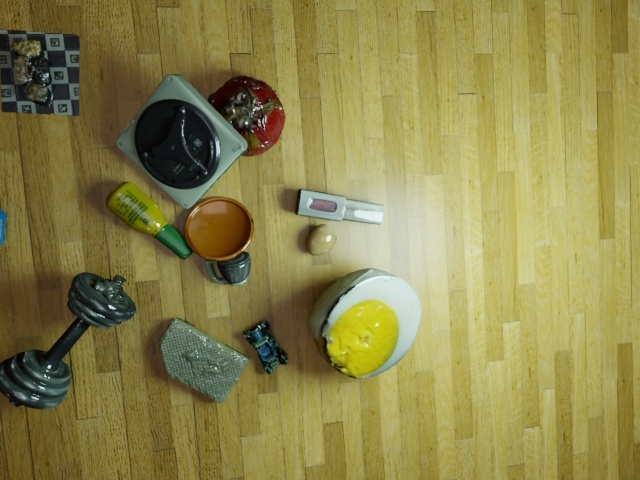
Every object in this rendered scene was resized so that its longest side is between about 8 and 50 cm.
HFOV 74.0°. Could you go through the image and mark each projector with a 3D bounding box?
[{"bbox_3d":[-0.367,-0.251,1.114,0.259,0.079,0.257,44,111,-10],"label":"projector"}]

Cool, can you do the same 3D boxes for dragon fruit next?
[{"bbox_3d":[-0.202,-0.343,1.147,0.224,0.148,0.218,1,94,-10],"label":"dragon fruit"}]

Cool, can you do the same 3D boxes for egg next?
[{"bbox_3d":[0.000,0.000,1.240,0.096,0.080,0.080,-41,99,-2],"label":"egg"},{"bbox_3d":[0.106,0.209,1.211,0.338,0.201,0.336,-12,117,-26],"label":"egg"}]

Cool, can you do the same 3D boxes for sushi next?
[{"bbox_3d":[-0.731,-0.438,1.094,0.193,0.050,0.214,0,94,-10],"label":"sushi"}]

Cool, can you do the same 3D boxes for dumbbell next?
[{"bbox_3d":[-0.644,0.253,1.089,0.179,0.179,0.406,40,85,-10],"label":"dumbbell"}]

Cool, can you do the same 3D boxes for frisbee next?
[{"bbox_3d":[-0.283,-0.031,1.194,0.192,0.035,0.191,2,71,-7],"label":"frisbee"}]

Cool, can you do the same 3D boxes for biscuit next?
[{"bbox_3d":[-0.347,0.342,1.212,0.252,0.052,0.150,34,88,-10],"label":"biscuit"}]

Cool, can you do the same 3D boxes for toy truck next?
[{"bbox_3d":[-0.156,0.314,1.232,0.080,0.078,0.154,-30,98,-6],"label":"toy truck"}]

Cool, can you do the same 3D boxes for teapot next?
[{"bbox_3d":[-0.253,0.081,1.209,0.092,0.124,0.090,-36,128,-47],"label":"teapot"}]

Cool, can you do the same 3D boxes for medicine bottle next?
[{"bbox_3d":[-0.458,-0.046,1.161,0.260,0.064,0.095,43,87,-9],"label":"medicine bottle"}]

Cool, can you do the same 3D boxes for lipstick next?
[{"bbox_3d":[0.056,-0.093,1.246,0.253,0.077,0.078,9,92,-12],"label":"lipstick"}]

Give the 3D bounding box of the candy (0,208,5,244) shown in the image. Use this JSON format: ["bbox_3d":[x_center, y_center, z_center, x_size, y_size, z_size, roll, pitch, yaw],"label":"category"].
[{"bbox_3d":[-0.969,-0.042,1.021,0.307,0.157,0.100,5,93,-11],"label":"candy"}]
